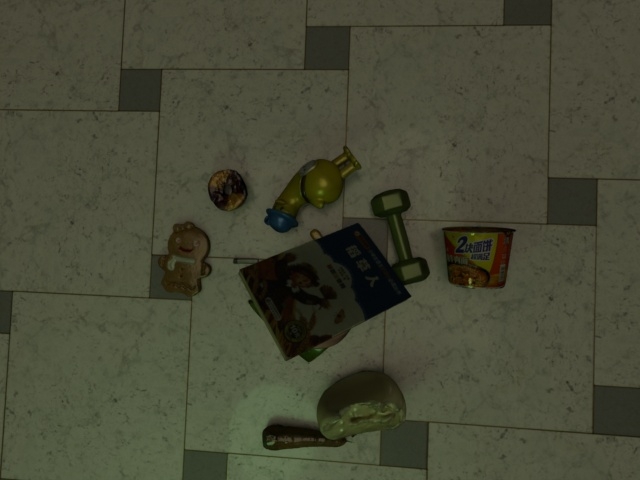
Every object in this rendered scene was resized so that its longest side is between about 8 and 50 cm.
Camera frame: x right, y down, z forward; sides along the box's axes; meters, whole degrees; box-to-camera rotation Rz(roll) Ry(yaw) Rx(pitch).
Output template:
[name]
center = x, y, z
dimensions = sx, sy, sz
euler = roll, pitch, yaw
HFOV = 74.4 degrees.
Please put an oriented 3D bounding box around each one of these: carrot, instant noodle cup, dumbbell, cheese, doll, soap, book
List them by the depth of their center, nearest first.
[book]
center = 0.018, 0.130, 1.237
dimensions = 0.428, 0.039, 0.300
euler = -22, 63, -25
[cheese]
center = 0.119, 0.499, 1.265
dimensions = 0.266, 0.233, 0.127
euler = -19, 97, 6
[instant noodle cup]
center = 0.472, 0.049, 1.269
dimensions = 0.214, 0.213, 0.174
euler = 0, 96, 5
[dumbbell]
center = 0.251, -0.011, 1.329
dimensions = 0.108, 0.121, 0.301
euler = -17, 87, 33
[carrot]
center = -0.038, 0.635, 1.354
dimensions = 0.299, 0.078, 0.078
euler = 2, 88, -1
[doll]
center = -0.038, -0.161, 1.358
dimensions = 0.363, 0.145, 0.199
euler = -36, 46, 11
[soap]
center = 0.000, 0.000, 1.396
dimensions = 0.034, 0.012, 0.089
euler = -40, 85, 2

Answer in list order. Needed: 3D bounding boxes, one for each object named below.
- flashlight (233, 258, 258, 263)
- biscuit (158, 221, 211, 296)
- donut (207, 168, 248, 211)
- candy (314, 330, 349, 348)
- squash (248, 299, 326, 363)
[flashlight]
center = -0.250, 0.070, 1.412
dimensions = 0.084, 0.018, 0.018
euler = 1, 89, 5
[biscuit]
center = -0.453, 0.061, 1.422
dimensions = 0.185, 0.035, 0.248
euler = 12, 88, 5
[donut]
center = -0.303, -0.165, 1.406
dimensions = 0.141, 0.059, 0.140
euler = 0, 88, 4
[candy]
center = -0.004, 0.198, 1.270
dimensions = 0.256, 0.094, 0.255
euler = 7, 54, -10
[squash]
center = -0.076, 0.239, 1.348
dimensions = 0.203, 0.111, 0.288
euler = -43, 84, 0
